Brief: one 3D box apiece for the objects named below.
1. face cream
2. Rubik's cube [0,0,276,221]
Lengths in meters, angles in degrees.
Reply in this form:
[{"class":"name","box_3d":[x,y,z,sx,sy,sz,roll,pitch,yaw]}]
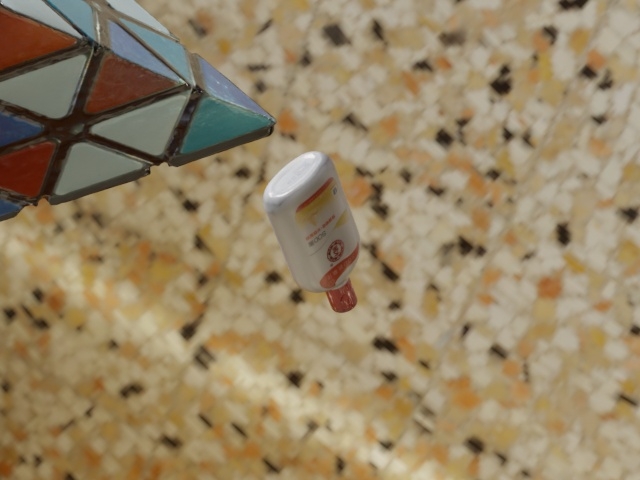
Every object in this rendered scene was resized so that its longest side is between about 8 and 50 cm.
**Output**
[{"class":"face cream","box_3d":[0.000,0.000,0.808,0.021,0.040,0.083,25,149,40]},{"class":"Rubik's cube","box_3d":[-0.247,-0.106,1.316,0.234,0.284,0.250,-51,57,17]}]
